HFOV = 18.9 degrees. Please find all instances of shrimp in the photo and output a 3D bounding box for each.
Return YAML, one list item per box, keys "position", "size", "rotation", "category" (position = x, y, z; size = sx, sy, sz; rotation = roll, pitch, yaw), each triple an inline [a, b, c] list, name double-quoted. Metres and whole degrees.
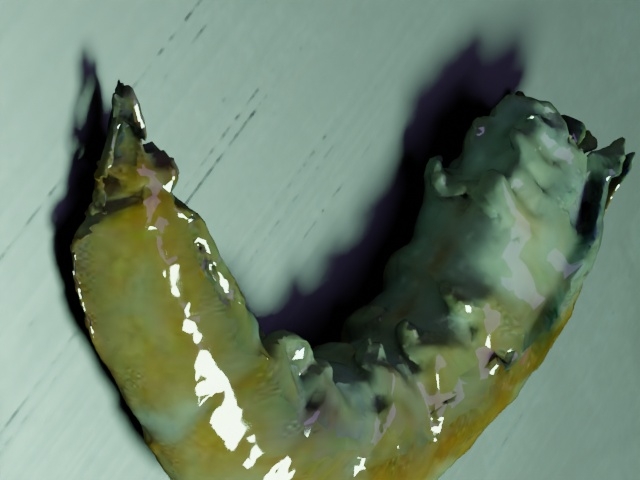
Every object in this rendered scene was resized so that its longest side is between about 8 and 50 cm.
- position: [0.005, 0.030, 0.757]
  size: [0.287, 0.068, 0.185]
  rotation: [0, 105, -43]
  category: "shrimp"
